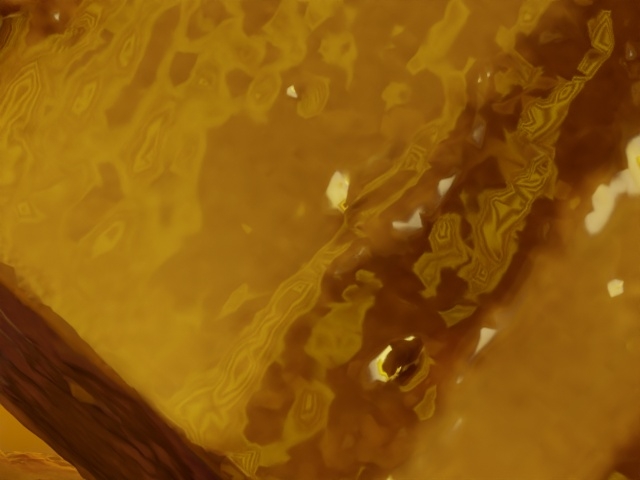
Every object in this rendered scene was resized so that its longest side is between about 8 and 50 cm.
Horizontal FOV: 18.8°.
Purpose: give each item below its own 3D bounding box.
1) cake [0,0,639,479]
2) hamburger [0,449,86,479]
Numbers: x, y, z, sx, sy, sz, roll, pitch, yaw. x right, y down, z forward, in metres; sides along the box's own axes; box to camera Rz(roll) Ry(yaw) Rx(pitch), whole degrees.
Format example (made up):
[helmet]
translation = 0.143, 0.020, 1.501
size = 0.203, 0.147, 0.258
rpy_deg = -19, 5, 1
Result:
[cake]
translation = 0.000, 0.000, 0.525
size = 0.293, 0.196, 0.199
rpy_deg = 40, 165, 2
[hamburger]
translation = -0.053, 0.152, 0.725
size = 0.262, 0.131, 0.124
rpy_deg = 11, 92, 14
